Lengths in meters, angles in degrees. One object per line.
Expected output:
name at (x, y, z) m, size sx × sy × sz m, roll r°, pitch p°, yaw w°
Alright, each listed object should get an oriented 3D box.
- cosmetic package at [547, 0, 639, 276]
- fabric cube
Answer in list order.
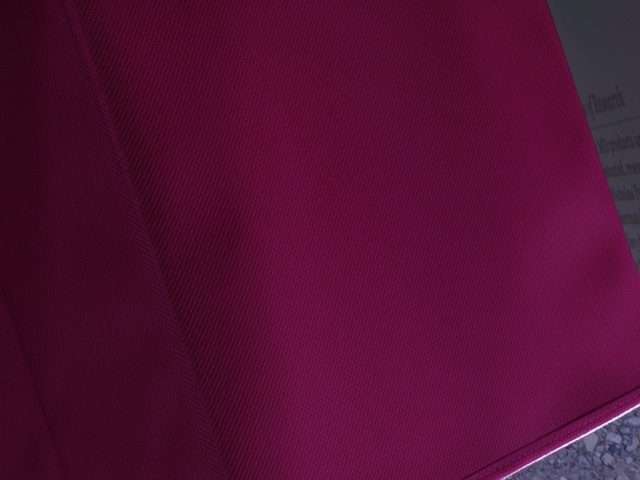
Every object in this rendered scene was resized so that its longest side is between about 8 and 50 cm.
cosmetic package at (0.354, -0.073, 1.004) m, size 0.330 × 0.393 × 0.327 m, roll -19°, pitch -179°, yaw -5°
fabric cube at (-0.041, -0.001, 0.760) m, size 0.254 × 0.258 × 0.259 m, roll -22°, pitch -177°, yaw -37°
